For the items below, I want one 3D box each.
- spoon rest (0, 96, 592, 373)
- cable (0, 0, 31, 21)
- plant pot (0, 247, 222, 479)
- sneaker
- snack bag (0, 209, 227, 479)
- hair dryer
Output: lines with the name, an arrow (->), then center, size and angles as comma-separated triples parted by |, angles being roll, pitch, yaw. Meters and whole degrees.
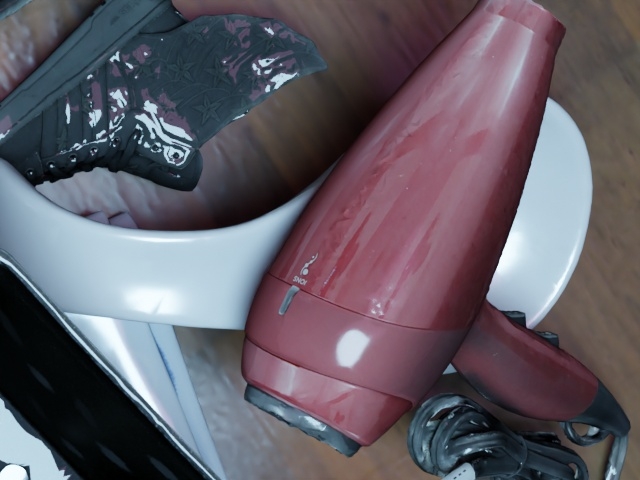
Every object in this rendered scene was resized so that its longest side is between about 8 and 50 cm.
spoon rest -> 0.000, 0.000, 0.831 | 0.276, 0.084, 0.137 | -4, 113, -25
cable -> -0.190, -0.087, 0.837 | 0.139, 0.072, 0.287 | 18, 99, -26
plant pot -> -0.139, 0.128, 0.745 | 0.187, 0.167, 0.188 | -44, 101, -11
sneaker -> -0.086, -0.048, 0.850 | 0.089, 0.051, 0.170 | 45, 78, -7
snack bag -> -0.172, 0.198, 0.842 | 0.323, 0.037, 0.342 | -21, 96, -13
hair dryer -> 0.052, 0.037, 0.817 | 0.223, 0.080, 0.293 | -26, 129, -46
